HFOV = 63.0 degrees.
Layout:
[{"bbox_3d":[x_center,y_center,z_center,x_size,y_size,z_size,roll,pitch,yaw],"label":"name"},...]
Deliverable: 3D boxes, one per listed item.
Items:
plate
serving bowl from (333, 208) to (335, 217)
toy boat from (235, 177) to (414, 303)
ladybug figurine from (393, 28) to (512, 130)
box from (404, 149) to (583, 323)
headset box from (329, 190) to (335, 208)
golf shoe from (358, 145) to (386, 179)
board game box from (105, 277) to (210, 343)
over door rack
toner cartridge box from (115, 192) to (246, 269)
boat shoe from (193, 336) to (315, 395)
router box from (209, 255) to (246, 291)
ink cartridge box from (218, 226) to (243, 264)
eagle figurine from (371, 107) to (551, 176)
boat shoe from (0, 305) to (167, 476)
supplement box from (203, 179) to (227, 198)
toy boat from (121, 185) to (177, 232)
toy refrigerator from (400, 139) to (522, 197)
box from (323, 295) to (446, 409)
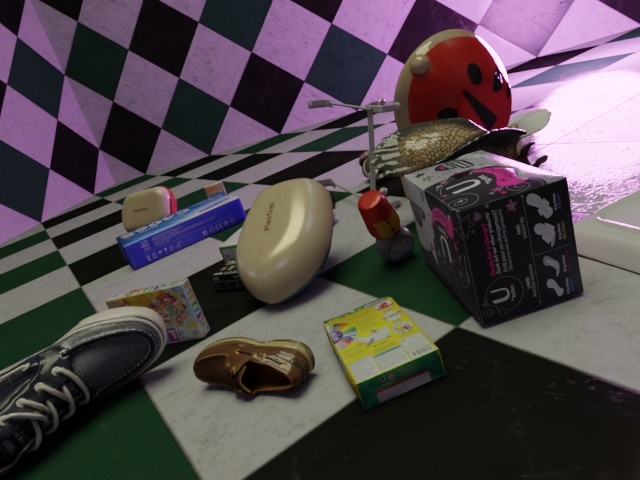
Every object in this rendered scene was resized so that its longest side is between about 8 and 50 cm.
[{"bbox_3d":[0.507,-0.032,0.690,0.277,0.045,0.278,-23,20,-12],"label":"plate"},{"bbox_3d":[-0.001,-0.047,1.241,0.083,0.027,0.083,-16,19,6],"label":"serving bowl"},{"bbox_3d":[0.000,0.000,0.938,0.318,0.148,0.267,-9,48,27],"label":"toy boat"},{"bbox_3d":[0.344,-0.338,1.290,0.162,0.305,0.449,41,19,33],"label":"ladybug figurine"},{"bbox_3d":[0.226,-0.020,0.737,0.142,0.163,0.247,-18,18,-1],"label":"box"},{"bbox_3d":[0.005,-0.097,1.368,0.062,0.032,0.083,-16,17,9],"label":"headset box"},{"bbox_3d":[0.240,-0.253,1.457,0.273,0.105,0.120,-37,25,3],"label":"golf shoe"},{"bbox_3d":[-0.279,0.129,0.897,0.154,0.103,0.026,-13,20,17],"label":"board game box"},{"bbox_3d":[0.092,-0.226,1.283,0.108,0.239,0.324,-13,21,-27],"label":"over door rack"},{"bbox_3d":[-0.405,-0.035,1.521,0.348,0.075,0.165,-27,21,-22],"label":"toner cartridge box"},{"bbox_3d":[-0.097,0.166,0.681,0.178,0.064,0.060,-7,20,24],"label":"boat shoe"},{"bbox_3d":[-0.148,0.062,1.059,0.122,0.038,0.092,-7,22,32],"label":"router box"},{"bbox_3d":[-0.104,0.005,1.140,0.209,0.062,0.109,-9,21,26],"label":"ink cartridge box"},{"bbox_3d":[0.280,-0.151,0.974,0.226,0.298,0.225,-45,36,50],"label":"eagle figurine"},{"bbox_3d":[-0.373,0.224,0.729,0.341,0.127,0.158,-28,26,-4],"label":"boat shoe"},{"bbox_3d":[-0.336,-0.141,1.711,0.062,0.098,0.036,-23,19,-10],"label":"supplement box"},{"bbox_3d":[-0.566,-0.095,1.794,0.231,0.151,0.151,-8,-9,28],"label":"toy boat"},{"bbox_3d":[0.324,-0.181,1.201,0.270,0.094,0.102,-10,21,24],"label":"toy refrigerator"},{"bbox_3d":[0.070,0.130,0.660,0.105,0.043,0.179,-21,21,-6],"label":"box"}]
